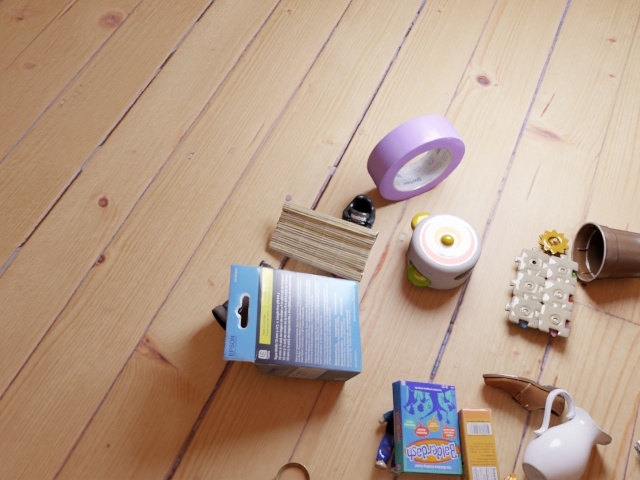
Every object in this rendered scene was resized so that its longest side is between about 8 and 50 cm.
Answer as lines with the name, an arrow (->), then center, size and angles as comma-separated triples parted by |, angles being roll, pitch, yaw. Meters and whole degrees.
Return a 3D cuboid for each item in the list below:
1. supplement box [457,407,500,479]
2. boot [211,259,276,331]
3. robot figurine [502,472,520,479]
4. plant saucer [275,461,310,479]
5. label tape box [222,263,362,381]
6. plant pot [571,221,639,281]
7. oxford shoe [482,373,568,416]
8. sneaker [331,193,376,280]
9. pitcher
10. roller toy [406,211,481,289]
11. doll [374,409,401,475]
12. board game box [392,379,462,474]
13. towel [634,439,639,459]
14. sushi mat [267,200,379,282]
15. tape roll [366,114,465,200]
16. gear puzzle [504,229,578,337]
supplement box -> 0.376, 0.525, 1.357 | 0.080, 0.078, 0.233 | 3, 63, -1
boot -> -0.138, 0.194, 1.537 | 0.229, 0.091, 0.263 | -39, 73, -24
robot figurine -> 0.460, 0.648, 1.178 | 0.211, 0.085, 0.291 | -28, 63, -32
plant saucer -> -0.066, 0.578, 1.370 | 0.084, 0.015, 0.083 | -1, 63, 1
label tape box -> -0.075, 0.212, 1.447 | 0.348, 0.115, 0.248 | 9, 61, -17
plant pot -> 0.813, 0.036, 1.570 | 0.165, 0.167, 0.166 | 4, 62, -6
oxford shoe -> 0.511, 0.386, 1.433 | 0.213, 0.076, 0.075 | 16, 73, 9
sneaker -> 0.092, -0.015, 1.615 | 0.098, 0.135, 0.275 | 16, 65, 7
pitcher -> 0.562, 0.474, 1.349 | 0.207, 0.125, 0.177 | -33, 81, -22
roller toy -> 0.342, 0.025, 1.582 | 0.191, 0.146, 0.209 | 5, 62, 3
doll -> 0.201, 0.478, 1.402 | 0.129, 0.046, 0.188 | 20, 59, 10
board game box -> 0.257, 0.454, 1.379 | 0.160, 0.047, 0.210 | 10, 63, -19
towel -> 0.913, 0.538, 1.358 | 0.283, 0.049, 0.187 | -9, 64, -5
sushi mat -> 0.000, 0.000, 1.595 | 0.317, 0.019, 0.151 | 19, 92, 28
tape roll -> 0.276, -0.235, 1.648 | 0.275, 0.274, 0.090 | -21, 65, -10
gear puzzle -> 0.624, 0.108, 1.597 | 0.176, 0.044, 0.338 | 16, 61, 11
